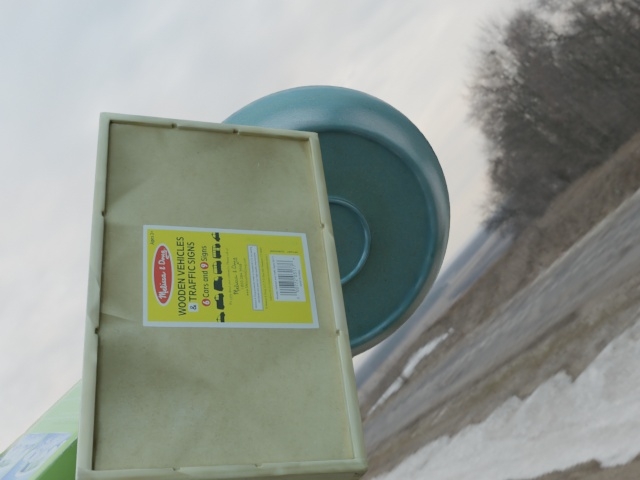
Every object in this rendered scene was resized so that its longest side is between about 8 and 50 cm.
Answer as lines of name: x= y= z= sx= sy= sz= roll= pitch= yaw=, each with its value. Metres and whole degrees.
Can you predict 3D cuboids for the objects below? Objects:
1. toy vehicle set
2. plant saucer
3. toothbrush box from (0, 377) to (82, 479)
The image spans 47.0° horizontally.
toy vehicle set: x=-0.069 y=0.031 z=0.491 sx=0.035 sy=0.165 sz=0.267 roll=116 pitch=152 yaw=-52
plant saucer: x=0.000 y=0.000 z=0.774 sx=0.318 sy=0.317 sz=0.044 roll=-49 pitch=26 yaw=4
toothbrush box: x=-0.142 y=0.221 z=0.544 sx=0.122 sy=0.206 sz=0.283 roll=-17 pitch=23 yaw=46
